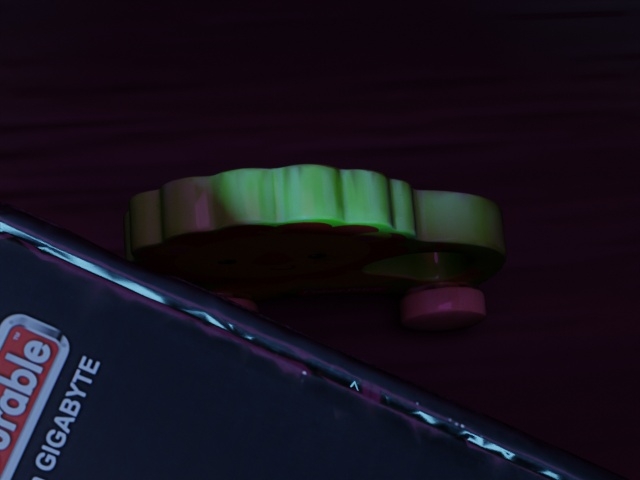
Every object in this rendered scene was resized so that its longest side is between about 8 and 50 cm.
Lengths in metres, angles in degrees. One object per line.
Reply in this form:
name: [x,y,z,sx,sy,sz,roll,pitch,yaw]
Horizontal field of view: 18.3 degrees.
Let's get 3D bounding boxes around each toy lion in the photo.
toy lion: [0.000,0.000,0.502,0.100,0.096,0.034,-2,76,-9]

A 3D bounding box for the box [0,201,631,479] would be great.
box: [0.002,0.180,0.399,0.293,0.073,0.296,25,64,-5]
